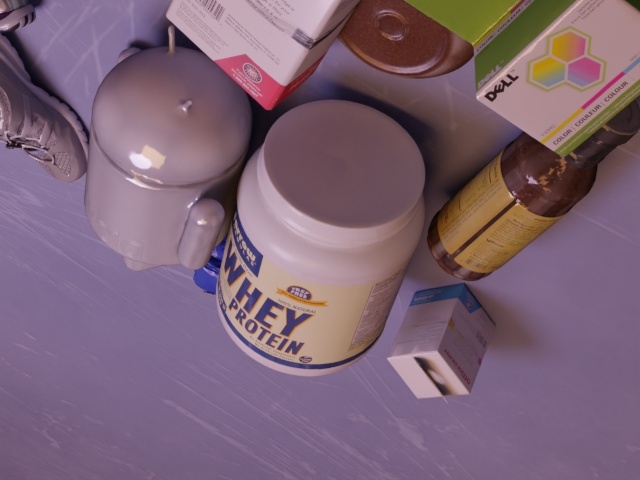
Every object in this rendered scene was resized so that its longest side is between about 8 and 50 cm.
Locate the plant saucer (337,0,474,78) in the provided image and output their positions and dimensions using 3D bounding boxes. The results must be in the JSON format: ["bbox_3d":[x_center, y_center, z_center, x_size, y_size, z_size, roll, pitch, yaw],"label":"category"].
[{"bbox_3d":[0.087,-0.254,1.674,0.199,0.036,0.198,17,142,14],"label":"plant saucer"}]

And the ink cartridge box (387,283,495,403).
[{"bbox_3d":[0.163,0.146,2.009,0.090,0.143,0.092,-11,129,39],"label":"ink cartridge box"}]

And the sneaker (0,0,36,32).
[{"bbox_3d":[-0.475,-0.329,1.913,0.224,0.083,0.098,3,117,22],"label":"sneaker"}]

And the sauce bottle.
[{"bbox_3d":[0.253,-0.067,1.731,0.111,0.111,0.344,34,143,-9],"label":"sauce bottle"}]

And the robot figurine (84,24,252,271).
[{"bbox_3d":[-0.196,-0.105,1.866,0.300,0.200,0.353,59,152,29],"label":"robot figurine"}]

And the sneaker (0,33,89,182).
[{"bbox_3d":[-0.429,-0.165,2.018,0.105,0.115,0.281,-6,139,36],"label":"sneaker"}]

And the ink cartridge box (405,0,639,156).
[{"bbox_3d":[0.217,-0.229,1.500,0.255,0.097,0.189,30,128,-23],"label":"ink cartridge box"}]

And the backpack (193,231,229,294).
[{"bbox_3d":[-0.116,0.038,2.090,0.120,0.101,0.098,24,150,-1],"label":"backpack"}]

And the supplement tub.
[{"bbox_3d":[0.000,0.000,1.860,0.235,0.235,0.325,23,143,5],"label":"supplement tub"}]

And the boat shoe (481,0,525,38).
[{"bbox_3d":[0.216,-0.246,1.589,0.063,0.066,0.184,16,132,16],"label":"boat shoe"}]

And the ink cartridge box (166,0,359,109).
[{"bbox_3d":[-0.051,-0.288,1.635,0.172,0.100,0.237,43,143,4],"label":"ink cartridge box"}]
